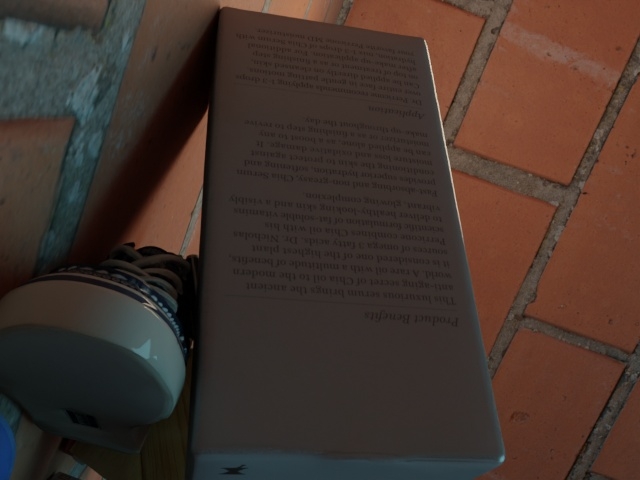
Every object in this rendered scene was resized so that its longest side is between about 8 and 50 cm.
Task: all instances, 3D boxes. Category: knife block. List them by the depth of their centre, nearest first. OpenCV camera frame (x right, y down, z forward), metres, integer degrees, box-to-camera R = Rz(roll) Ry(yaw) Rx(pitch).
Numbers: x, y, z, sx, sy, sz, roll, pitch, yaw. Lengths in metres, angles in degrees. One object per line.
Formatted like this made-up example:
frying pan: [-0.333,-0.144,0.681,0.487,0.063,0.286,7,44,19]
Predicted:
knife block: [-0.119,0.159,0.675,0.242,0.276,0.088,-52,175,-19]

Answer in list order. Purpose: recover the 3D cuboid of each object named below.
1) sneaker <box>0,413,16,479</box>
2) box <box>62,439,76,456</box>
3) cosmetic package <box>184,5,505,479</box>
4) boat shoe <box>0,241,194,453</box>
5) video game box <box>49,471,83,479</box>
sneaker: [-0.218,0.193,0.324,0.090,0.081,0.232,-64,169,-75]
box: [-0.219,0.231,0.824,0.257,0.123,0.128,115,-4,-69]
cosmetic package: [0.000,0.000,0.624,0.161,0.230,0.453,113,-21,-55]
boat shoe: [-0.153,0.053,0.487,0.340,0.127,0.158,129,-23,-59]
video game box: [-0.207,0.304,0.618,0.205,0.187,0.048,179,-69,-88]
